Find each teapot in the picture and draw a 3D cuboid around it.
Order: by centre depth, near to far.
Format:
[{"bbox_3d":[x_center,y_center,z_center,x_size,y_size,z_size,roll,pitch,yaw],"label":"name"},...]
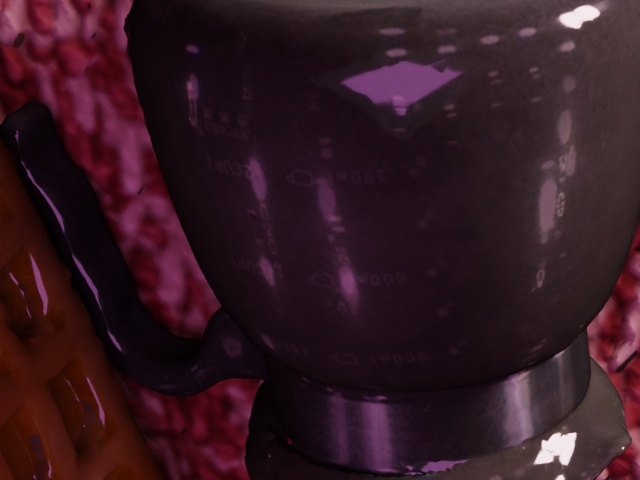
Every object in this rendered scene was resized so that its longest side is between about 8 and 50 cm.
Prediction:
[{"bbox_3d":[0.005,0.009,0.874,0.305,0.223,0.285,-6,114,3],"label":"teapot"}]

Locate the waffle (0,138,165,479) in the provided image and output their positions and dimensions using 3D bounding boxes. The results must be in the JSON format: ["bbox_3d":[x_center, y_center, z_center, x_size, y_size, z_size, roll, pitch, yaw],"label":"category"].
[{"bbox_3d":[-0.173,0.119,0.893,0.098,0.224,0.328,-11,111,34],"label":"waffle"}]
